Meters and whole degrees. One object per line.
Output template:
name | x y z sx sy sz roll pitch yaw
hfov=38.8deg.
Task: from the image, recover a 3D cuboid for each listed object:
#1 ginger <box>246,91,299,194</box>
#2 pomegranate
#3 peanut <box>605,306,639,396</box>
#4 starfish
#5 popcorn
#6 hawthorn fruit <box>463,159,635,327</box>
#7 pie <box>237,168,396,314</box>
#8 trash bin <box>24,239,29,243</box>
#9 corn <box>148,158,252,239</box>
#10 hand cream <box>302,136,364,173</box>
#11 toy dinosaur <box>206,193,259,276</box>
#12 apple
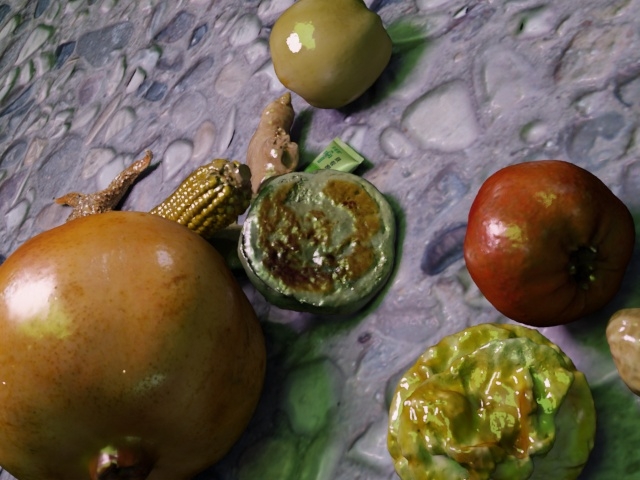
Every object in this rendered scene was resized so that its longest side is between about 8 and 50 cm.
ginger | -0.085 -0.148 1.524 0.137 0.074 0.213 -46 35 33
pomegranate | -0.272 0.174 1.237 0.417 0.417 0.416 -23 47 28
peanut | 0.366 0.134 0.916 0.089 0.089 0.193 -53 40 -3
starfish | -0.466 -0.020 1.771 0.301 0.084 0.293 -15 50 29
popcorn | 0.178 0.192 0.969 0.221 0.183 0.204 -41 53 -10
hawthorn fruit | 0.247 -0.005 1.058 0.196 0.196 0.225 -47 25 3
pie | 0.000 0.000 1.302 0.241 0.054 0.240 1 64 -2
trash bin | -0.464 0.172 1.529 0.250 0.219 0.220 -52 39 8
corn | -0.214 -0.025 1.377 0.320 0.097 0.097 -33 42 37
hand cream | -0.014 -0.085 1.443 0.175 0.046 0.095 -47 37 4
toy dinosaur | -0.163 0.061 1.457 0.447 0.087 0.300 28 111 31
apple | 0.014 -0.311 1.491 0.200 0.200 0.200 -23 47 28
